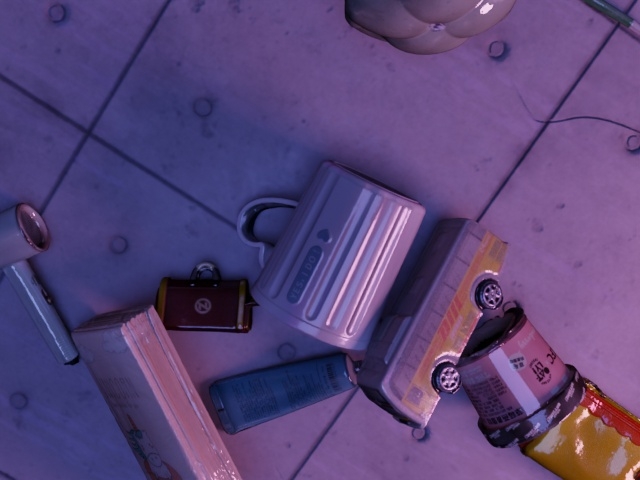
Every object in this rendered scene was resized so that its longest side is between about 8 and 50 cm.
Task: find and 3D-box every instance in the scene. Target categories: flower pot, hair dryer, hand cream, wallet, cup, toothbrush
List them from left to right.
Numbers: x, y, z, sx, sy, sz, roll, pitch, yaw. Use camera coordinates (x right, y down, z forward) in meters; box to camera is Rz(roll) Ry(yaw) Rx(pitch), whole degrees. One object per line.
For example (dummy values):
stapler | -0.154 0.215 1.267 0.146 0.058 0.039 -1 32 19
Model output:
hair dryer | -0.402 0.076 1.170 0.131 0.073 0.236 -24 110 7
hand cream | -0.043 0.209 1.201 0.224 0.048 0.083 -18 101 11
cup | 0.003 0.004 1.090 0.221 0.167 0.202 25 98 -7
flower pot | 0.126 -0.337 0.978 0.195 0.246 0.246 2 102 2
wallet | 0.414 0.307 1.199 0.241 0.067 0.141 34 99 -6
toothbrush | 0.379 -0.287 1.094 0.257 0.018 0.024 28 98 -5

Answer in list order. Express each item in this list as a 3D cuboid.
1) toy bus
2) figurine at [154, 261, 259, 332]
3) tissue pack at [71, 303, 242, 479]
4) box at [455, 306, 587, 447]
toy bus | 0.146 0.100 1.094 0.106 0.092 0.268 35 76 -20
figurine | -0.143 0.078 1.160 0.154 0.082 0.098 0 80 1
tissue pack | -0.211 0.246 1.150 0.071 0.170 0.325 -33 104 -36
box | 0.251 0.176 1.136 0.151 0.151 0.135 -34 91 7
